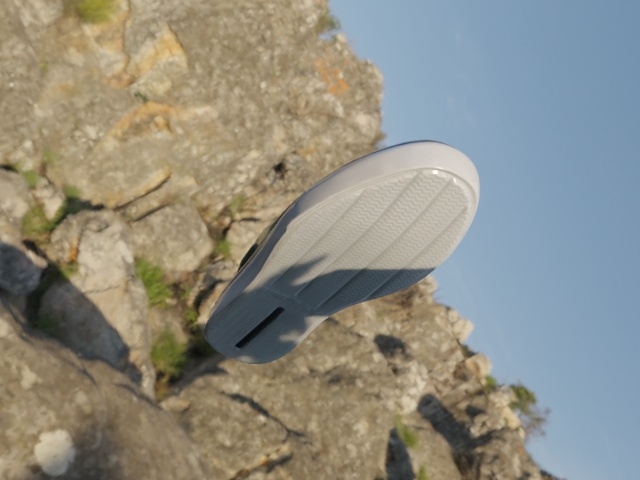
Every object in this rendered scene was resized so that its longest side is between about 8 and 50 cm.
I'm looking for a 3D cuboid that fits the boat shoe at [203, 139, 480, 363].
[{"bbox_3d":[0.000,0.000,0.595,0.109,0.302,0.094,30,46,-24],"label":"boat shoe"}]
